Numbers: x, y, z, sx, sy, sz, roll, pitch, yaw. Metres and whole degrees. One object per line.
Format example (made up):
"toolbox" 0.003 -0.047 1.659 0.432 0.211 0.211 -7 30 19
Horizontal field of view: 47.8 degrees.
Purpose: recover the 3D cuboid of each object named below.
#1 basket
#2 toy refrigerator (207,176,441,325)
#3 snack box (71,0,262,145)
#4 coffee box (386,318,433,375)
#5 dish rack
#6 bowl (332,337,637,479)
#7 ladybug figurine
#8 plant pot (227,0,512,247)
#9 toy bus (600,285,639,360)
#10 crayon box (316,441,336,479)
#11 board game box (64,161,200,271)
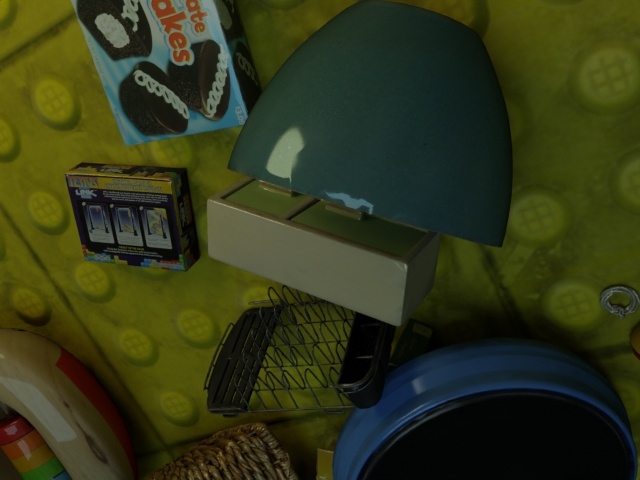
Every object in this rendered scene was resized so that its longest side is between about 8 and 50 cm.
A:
"basket" -0.115 0.455 1.158 0.223 0.213 0.299 -31 90 -10
"toy refrigerator" 0.000 0.000 0.878 0.270 0.102 0.094 18 123 25
"snack box" -0.198 -0.282 0.854 0.187 0.060 0.321 -6 115 22
"coffee box" 0.097 0.207 0.982 0.040 0.113 0.184 24 124 10
"dish rack" -0.030 0.131 0.938 0.272 0.208 0.074 -9 129 26
"bowl" 0.212 0.302 0.929 0.391 0.077 0.391 -2 120 -3
"ladybug figurine" -0.454 0.327 1.215 0.305 0.162 0.449 -15 110 26
"plant pot" 0.072 -0.126 0.738 0.290 0.290 0.195 17 95 10
"toy bus" 0.441 0.146 0.827 0.202 0.104 0.191 -11 113 24
"crayon box" 0.101 0.437 1.121 0.202 0.081 0.318 9 120 16
"board game box" -0.263 -0.034 1.020 0.170 0.048 0.141 6 117 18
